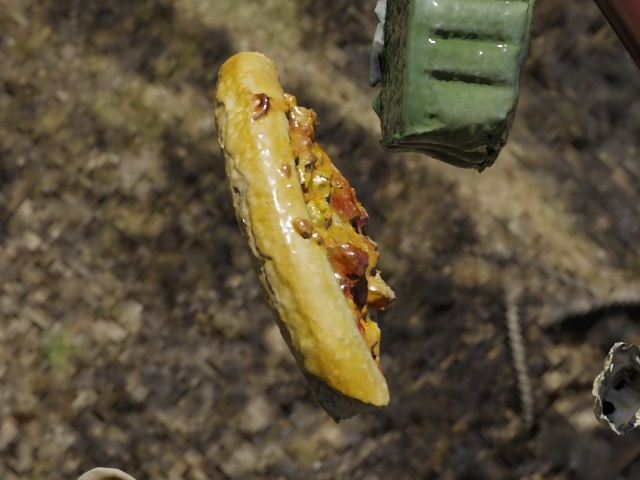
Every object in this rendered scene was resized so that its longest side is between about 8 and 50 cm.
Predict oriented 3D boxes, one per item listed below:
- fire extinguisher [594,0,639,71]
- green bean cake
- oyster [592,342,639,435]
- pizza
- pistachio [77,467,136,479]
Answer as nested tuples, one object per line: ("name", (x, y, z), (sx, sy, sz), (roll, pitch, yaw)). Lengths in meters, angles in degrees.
("fire extinguisher", (0.213, -0.129, 1.100), (0.105, 0.105, 0.269), (25, 26, -31))
("green bean cake", (0.114, -0.178, 1.693), (0.125, 0.227, 0.222), (9, 1, -7))
("oyster", (0.317, 0.170, 2.079), (0.061, 0.200, 0.106), (36, 63, 27))
("pizza", (0.000, 0.000, 1.522), (0.226, 0.086, 0.335), (44, 22, -59))
("pistachio", (-0.186, 0.320, 1.754), (0.152, 0.223, 0.126), (3, 19, 22))
